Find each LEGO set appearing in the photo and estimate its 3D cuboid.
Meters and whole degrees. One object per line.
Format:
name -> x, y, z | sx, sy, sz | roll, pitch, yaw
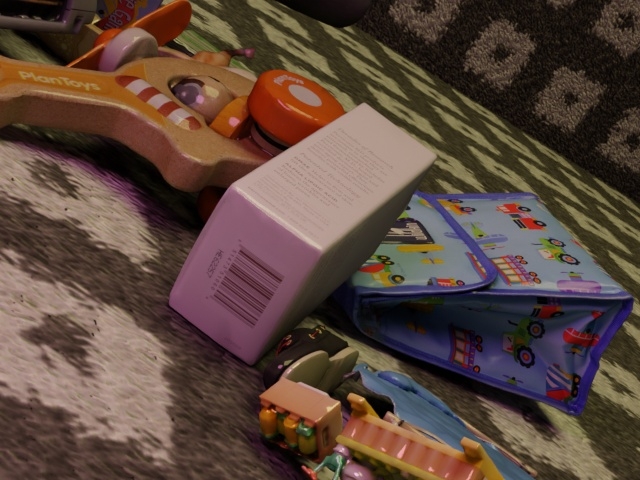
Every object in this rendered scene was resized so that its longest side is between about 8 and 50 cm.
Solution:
LEGO set -> 0.072, 0.183, 0.702 | 0.287, 0.107, 0.132 | 31, -20, 5

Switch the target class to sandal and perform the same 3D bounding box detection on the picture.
sandal -> -0.200, -0.155, 1.202 | 0.240, 0.088, 0.079 | 31, 45, 15

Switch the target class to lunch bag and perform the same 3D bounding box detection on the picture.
lunch bag -> 0.103, 0.036, 1.164 | 0.293, 0.138, 0.221 | 10, 25, -22

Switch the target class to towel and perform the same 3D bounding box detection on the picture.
towel -> -0.149, -0.240, 1.643 | 0.113, 0.023, 0.152 | 36, 13, -1

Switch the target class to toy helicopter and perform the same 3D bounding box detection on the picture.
toy helicopter -> -0.169, -0.125, 1.033 | 0.355, 0.140, 0.235 | 4, 38, -39

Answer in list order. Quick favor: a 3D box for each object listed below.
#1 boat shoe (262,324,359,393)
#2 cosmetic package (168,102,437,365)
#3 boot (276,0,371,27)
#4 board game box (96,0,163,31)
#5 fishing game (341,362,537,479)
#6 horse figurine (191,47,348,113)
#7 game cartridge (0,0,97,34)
boat shoe -> -0.014, 0.087, 0.852 | 0.042, 0.049, 0.133 | 33, 12, 15
cosmetic package -> -0.007, -0.013, 0.929 | 0.085, 0.117, 0.231 | 37, 30, 7
boot -> -0.126, -0.319, 1.262 | 0.445, 0.146, 0.367 | 25, 32, -39
board game box -> -0.309, -0.346, 1.379 | 0.275, 0.142, 0.144 | 26, 19, -28
fishing game -> 0.094, 0.150, 0.880 | 0.189, 0.041, 0.264 | 34, 2, 2
horse figurine -> -0.070, -0.145, 1.284 | 0.263, 0.066, 0.174 | 36, 28, 31
game cartridge -> -0.334, -0.225, 1.021 | 0.198, 0.062, 0.297 | 23, 12, 9
